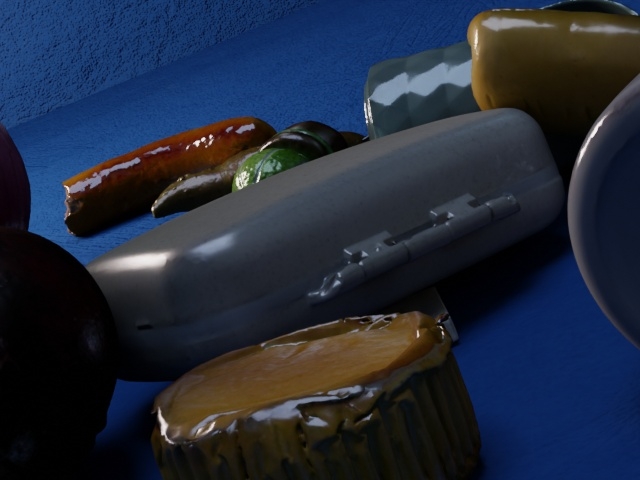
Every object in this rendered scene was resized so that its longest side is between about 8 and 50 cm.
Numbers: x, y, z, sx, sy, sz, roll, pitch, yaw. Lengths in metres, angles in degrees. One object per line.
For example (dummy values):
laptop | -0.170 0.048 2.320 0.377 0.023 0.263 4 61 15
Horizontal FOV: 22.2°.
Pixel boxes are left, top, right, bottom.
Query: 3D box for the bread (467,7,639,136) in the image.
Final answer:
bread | 0.273 -0.131 1.361 0.305 0.091 0.142 4 -22 13

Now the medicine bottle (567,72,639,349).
medicine bottle | 0.308 -0.067 1.032 0.208 0.208 0.340 -11 18 34

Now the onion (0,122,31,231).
onion | -0.417 0.038 1.551 0.358 0.345 0.358 -30 0 0

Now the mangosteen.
mangosteen | -0.278 0.082 1.181 0.235 0.261 0.235 -58 10 17

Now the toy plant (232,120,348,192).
toy plant | -0.036 -0.065 1.718 0.093 0.093 0.162 -11 18 33

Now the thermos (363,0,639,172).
thermos | 0.193 -0.139 1.533 0.286 0.145 0.182 -13 50 14

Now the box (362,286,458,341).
box | 0.019 0.084 1.250 0.167 0.024 0.090 -21 14 1

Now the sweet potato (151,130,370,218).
sweet potato | -0.062 -0.077 1.862 0.274 0.067 0.067 -17 14 -6

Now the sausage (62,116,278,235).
sausage | -0.188 -0.086 2.030 0.302 0.076 0.103 -19 23 12

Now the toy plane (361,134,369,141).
toy plane | 0.102 -0.098 1.706 0.197 0.053 0.078 -24 17 19

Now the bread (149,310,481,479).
bread | -0.001 0.121 1.004 0.199 0.104 0.199 -17 12 4

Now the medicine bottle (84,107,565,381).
medicine bottle | 0.000 0.000 1.315 0.375 0.123 0.282 -25 7 -32
